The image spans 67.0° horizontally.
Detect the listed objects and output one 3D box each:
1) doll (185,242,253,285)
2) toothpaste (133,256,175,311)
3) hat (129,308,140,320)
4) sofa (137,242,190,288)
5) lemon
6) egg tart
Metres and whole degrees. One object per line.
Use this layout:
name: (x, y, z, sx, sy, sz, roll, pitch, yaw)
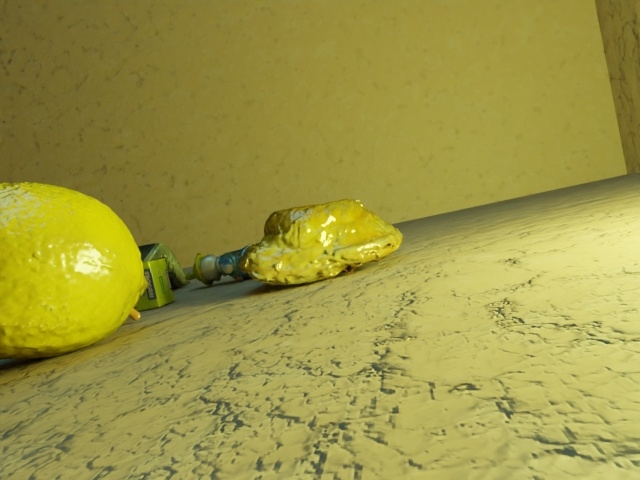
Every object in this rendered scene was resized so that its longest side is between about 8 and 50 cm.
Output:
doll: (-0.257, 0.068, 1.333, 0.240, 0.099, 0.135, -13, 42, 13)
toothpaste: (-0.514, 0.126, 1.145, 0.327, 0.111, 0.077, -12, 1, 12)
hat: (-0.449, 0.113, 0.955, 0.233, 0.234, 0.244, 19, -15, 13)
sofa: (-0.543, 0.137, 1.441, 0.210, 0.176, 0.225, -12, 31, 12)
lemon: (-0.422, 0.045, 0.738, 0.321, 0.269, 0.268, -4, -4, -45)
egg tart: (0.000, 0.000, 1.045, 0.351, 0.153, 0.339, -11, 0, 5)
